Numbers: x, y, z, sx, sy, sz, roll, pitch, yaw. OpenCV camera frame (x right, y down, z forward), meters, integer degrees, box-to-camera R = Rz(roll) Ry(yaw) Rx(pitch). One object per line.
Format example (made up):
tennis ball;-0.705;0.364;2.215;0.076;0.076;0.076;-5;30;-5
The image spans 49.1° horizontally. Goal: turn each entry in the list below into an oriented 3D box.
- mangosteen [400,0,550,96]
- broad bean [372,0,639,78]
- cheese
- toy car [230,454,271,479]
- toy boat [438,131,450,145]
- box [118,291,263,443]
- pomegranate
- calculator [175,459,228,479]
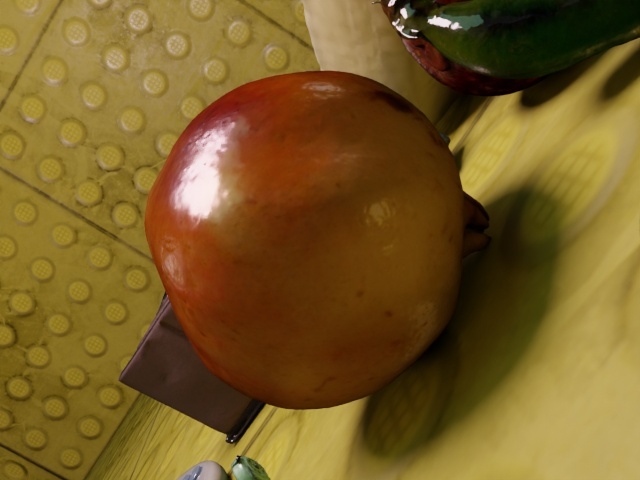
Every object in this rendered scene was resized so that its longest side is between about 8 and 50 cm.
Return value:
mangosteen;0.138;-0.198;0.508;0.181;0.156;0.146;-44;-14;2
broad bean;0.167;-0.188;0.385;0.292;0.144;0.049;-36;-18;21
cheese;0.087;-0.263;0.677;0.242;0.124;0.265;-63;-25;-23
toy car;-0.059;0.205;0.466;0.073;0.054;0.143;-55;5;4
toy boat;0.048;-0.042;0.662;0.077;0.075;0.185;-54;2;-38
box;-0.110;0.085;0.842;0.188;0.153;0.252;-56;10;15
pomegranate;-0.006;0.001;0.431;0.209;0.209;0.209;-55;9;13
calculator;-0.183;0.338;0.711;0.302;0.042;0.188;-52;11;29
